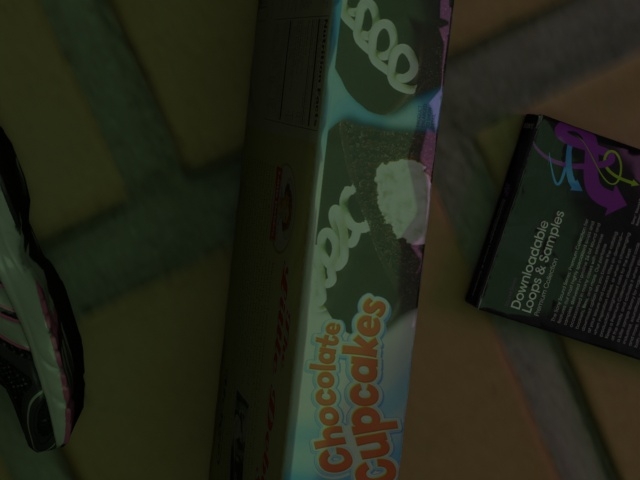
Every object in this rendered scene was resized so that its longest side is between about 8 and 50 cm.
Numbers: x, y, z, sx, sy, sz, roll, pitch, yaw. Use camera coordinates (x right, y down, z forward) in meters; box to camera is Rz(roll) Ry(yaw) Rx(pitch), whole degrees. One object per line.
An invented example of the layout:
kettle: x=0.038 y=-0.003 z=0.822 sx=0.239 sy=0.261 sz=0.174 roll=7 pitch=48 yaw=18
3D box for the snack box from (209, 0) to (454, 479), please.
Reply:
snack box: x=0.000 y=0.000 z=0.764 sx=0.060 sy=0.187 sz=0.322 roll=5 pitch=96 yaw=-13

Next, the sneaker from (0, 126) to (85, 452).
sneaker: x=-0.178 y=0.026 z=0.798 sx=0.077 sy=0.072 sz=0.178 roll=-18 pitch=93 yaw=2

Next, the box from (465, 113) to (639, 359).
box: x=0.175 y=0.006 z=0.886 sx=0.162 sy=0.029 sz=0.116 roll=18 pitch=92 yaw=-15
